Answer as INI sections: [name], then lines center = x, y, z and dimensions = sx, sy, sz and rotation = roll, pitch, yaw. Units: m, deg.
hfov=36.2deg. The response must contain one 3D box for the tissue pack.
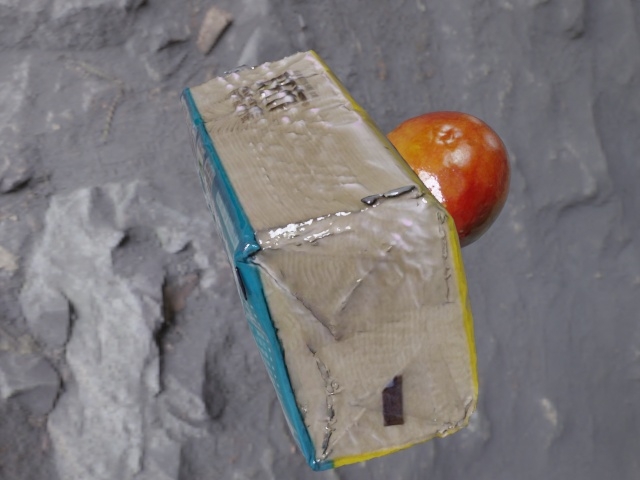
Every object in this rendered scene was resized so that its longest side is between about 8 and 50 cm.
[tissue pack]
center = 0.000, 0.000, 0.685
dimensions = 0.271, 0.134, 0.192
rotation = -117, -170, -58

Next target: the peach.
[peach]
center = 0.181, -0.095, 1.543
dimensions = 0.199, 0.243, 0.243
rotation = 69, 36, -49
